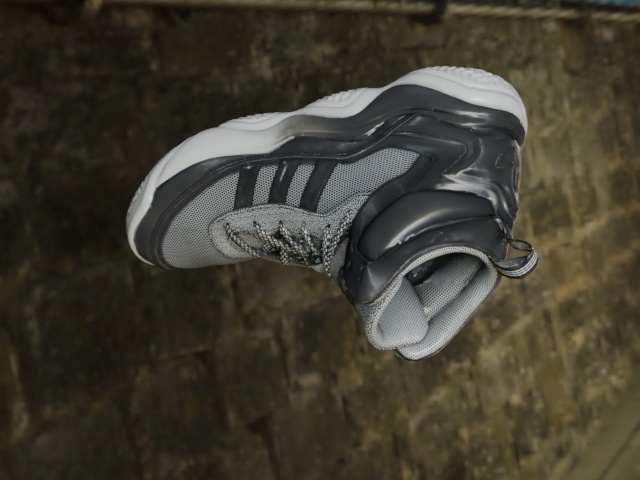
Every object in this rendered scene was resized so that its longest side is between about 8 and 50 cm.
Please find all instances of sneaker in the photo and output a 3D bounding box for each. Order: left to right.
[{"bbox_3d":[0.000,0.000,0.775,0.268,0.153,0.101,-17,-37,18],"label":"sneaker"}]
